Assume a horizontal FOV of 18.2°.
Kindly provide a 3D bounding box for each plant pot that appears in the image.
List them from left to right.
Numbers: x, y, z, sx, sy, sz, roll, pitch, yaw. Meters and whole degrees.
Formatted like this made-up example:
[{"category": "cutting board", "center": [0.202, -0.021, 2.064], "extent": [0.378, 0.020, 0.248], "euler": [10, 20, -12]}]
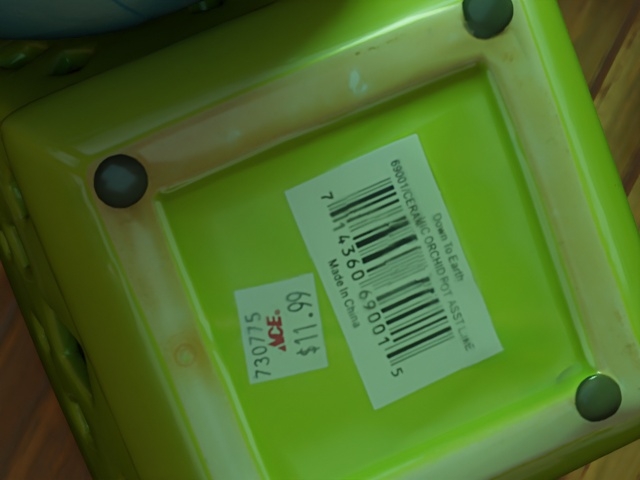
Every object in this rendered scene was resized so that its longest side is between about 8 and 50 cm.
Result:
[{"category": "plant pot", "center": [0.000, 0.000, 0.755], "extent": [0.227, 0.207, 0.228], "euler": [-23, 103, -9]}]

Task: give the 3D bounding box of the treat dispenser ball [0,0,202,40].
[{"category": "treat dispenser ball", "center": [-0.098, -0.210, 0.651], "extent": [0.288, 0.288, 0.288], "euler": [-2, 100, -13]}]
